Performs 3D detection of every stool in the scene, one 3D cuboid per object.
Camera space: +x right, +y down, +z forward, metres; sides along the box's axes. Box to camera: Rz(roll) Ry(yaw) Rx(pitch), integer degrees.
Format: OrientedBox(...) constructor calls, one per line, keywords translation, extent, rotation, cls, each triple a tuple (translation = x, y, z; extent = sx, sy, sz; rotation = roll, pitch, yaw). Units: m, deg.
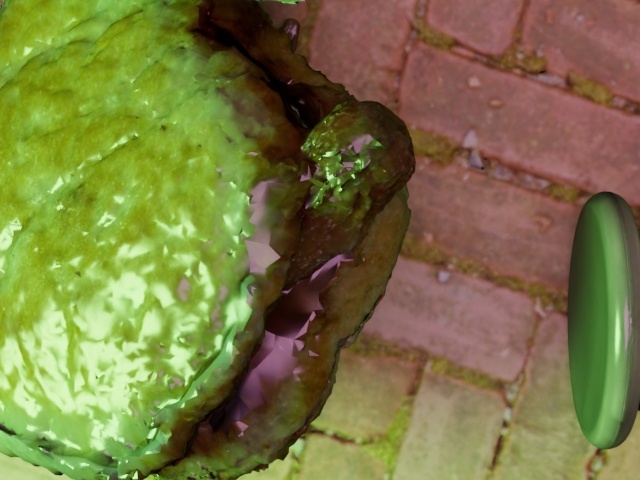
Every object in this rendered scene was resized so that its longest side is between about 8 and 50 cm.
OrientedBox(translation=(0.298, 0.060, 1.363), extent=(0.198, 0.195, 0.195), rotation=(-1, 92, -4), cls="stool")

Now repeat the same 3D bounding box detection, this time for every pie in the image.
OrientedBox(translation=(-0.146, -0.024, 1.339), extent=(0.418, 0.180, 0.395), rotation=(38, 99, 33), cls="pie")

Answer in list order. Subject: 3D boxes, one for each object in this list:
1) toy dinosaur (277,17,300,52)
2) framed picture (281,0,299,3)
OrientedBox(translation=(-0.083, -0.105, 1.441), extent=(0.126, 0.039, 0.162), rotation=(3, 93, 0), cls="toy dinosaur")
OrientedBox(translation=(-0.108, -0.264, 1.341), extent=(0.231, 0.293, 0.018), rotation=(5, 130, 2), cls="framed picture")
